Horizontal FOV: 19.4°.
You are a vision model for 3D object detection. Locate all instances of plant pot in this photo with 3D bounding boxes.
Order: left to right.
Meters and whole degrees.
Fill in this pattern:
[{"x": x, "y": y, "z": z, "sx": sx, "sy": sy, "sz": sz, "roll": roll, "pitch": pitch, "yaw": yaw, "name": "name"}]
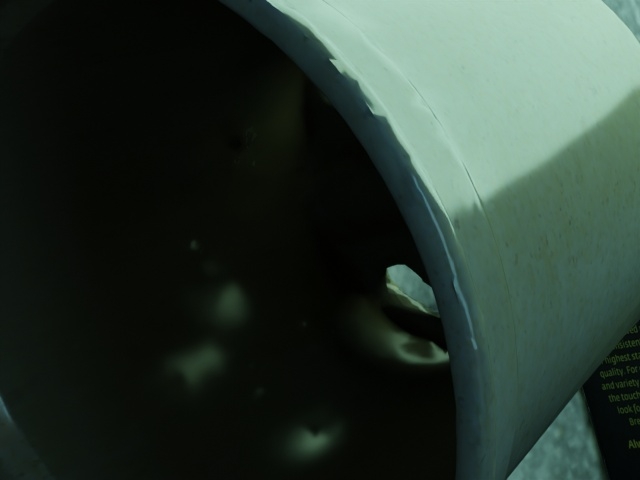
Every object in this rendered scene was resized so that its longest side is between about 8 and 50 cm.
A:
[{"x": 0.000, "y": 0.000, "z": 0.822, "sx": 0.305, "sy": 0.334, "sz": 0.333, "roll": -27, "pitch": 98, "yaw": -51, "name": "plant pot"}]

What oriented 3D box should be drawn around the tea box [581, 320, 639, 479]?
[{"x": 0.336, "y": 0.062, "z": 1.050, "sx": 0.220, "sy": 0.329, "sz": 0.323, "roll": -19, "pitch": 93, "yaw": -40, "name": "tea box"}]
